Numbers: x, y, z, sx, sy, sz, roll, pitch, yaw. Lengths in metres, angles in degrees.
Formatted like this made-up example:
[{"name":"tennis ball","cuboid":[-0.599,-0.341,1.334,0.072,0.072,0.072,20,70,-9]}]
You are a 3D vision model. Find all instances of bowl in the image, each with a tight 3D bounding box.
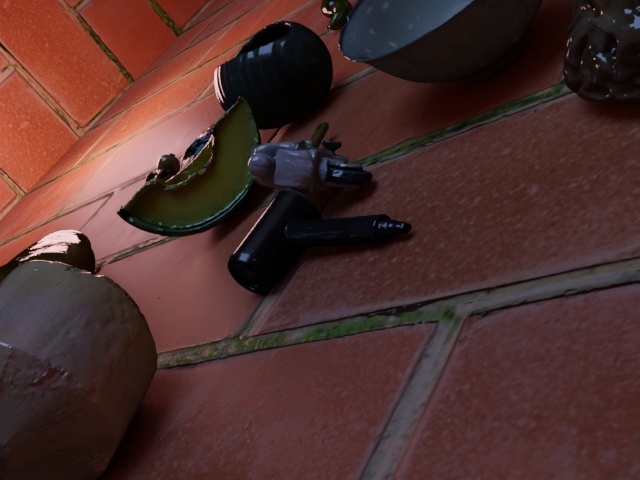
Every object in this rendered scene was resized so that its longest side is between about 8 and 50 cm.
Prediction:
[{"name":"bowl","cuboid":[0.191,-0.298,1.198,0.313,0.146,0.313,-33,30,22]}]

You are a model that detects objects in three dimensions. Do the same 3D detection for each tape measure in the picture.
[{"name":"tape measure","cuboid":[-0.194,-0.161,1.666,0.146,0.081,0.125,-31,27,22]}]

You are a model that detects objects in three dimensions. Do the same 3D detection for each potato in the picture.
[{"name":"potato","cuboid":[-0.493,0.084,1.593,0.369,0.176,0.195,-90,26,-67]}]

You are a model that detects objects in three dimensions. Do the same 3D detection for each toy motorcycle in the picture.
[{"name":"toy motorcycle","cuboid":[-0.033,-0.098,1.223,0.229,0.151,0.074,-154,68,-62]}]

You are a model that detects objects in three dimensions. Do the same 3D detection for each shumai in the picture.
[{"name":"shumai","cuboid":[0.295,-0.234,0.875,0.166,0.175,0.206,-45,19,-12]}]

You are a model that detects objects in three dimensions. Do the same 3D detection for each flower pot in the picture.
[{"name":"flower pot","cuboid":[-0.083,-0.290,1.627,0.243,0.157,0.189,-6,38,52]}]

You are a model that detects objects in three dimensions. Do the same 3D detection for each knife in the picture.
[{"name":"knife","cuboid":[-0.042,-0.085,1.348,0.046,0.022,0.256,-13,38,39]}]

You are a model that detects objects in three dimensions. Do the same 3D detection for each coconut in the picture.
[{"name":"coconut","cuboid":[-0.321,0.167,1.042,0.239,0.239,0.244,-25,27,33]}]

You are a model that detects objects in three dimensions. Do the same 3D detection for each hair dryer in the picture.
[{"name":"hair dryer","cuboid":[0.000,0.000,1.071,0.255,0.070,0.128,-3,43,50]}]

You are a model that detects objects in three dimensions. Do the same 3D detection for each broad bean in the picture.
[{"name":"broad bean","cuboid":[0.035,-0.513,2.014,0.070,0.048,0.213,-33,26,15]}]

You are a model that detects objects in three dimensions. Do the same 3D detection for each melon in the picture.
[{"name":"melon","cuboid":[-0.177,-0.089,1.466,0.265,0.129,0.169,-45,0,-3]}]

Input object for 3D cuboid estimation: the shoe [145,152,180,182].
[{"name":"shoe","cuboid":[-0.298,-0.118,1.774,0.109,0.072,0.069,-58,-12,-47]}]
